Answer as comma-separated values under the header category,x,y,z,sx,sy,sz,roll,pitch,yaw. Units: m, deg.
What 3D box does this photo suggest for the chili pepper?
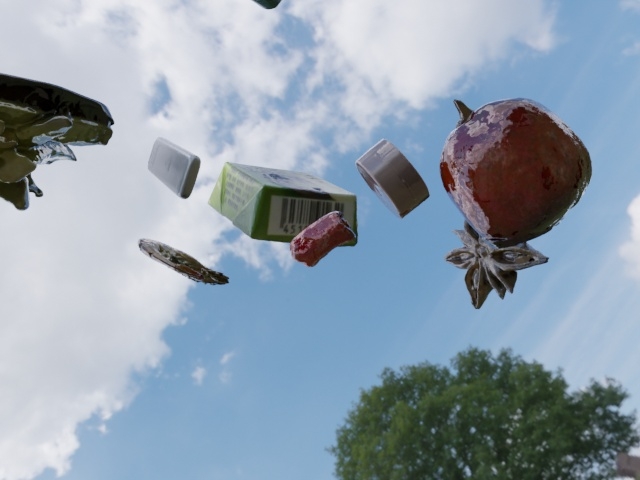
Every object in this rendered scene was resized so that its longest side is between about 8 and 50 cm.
category,x,y,z,sx,sy,sz,roll,pitch,yaw
chili pepper,0.000,0.000,1.053,0.123,0.070,0.073,-37,-86,12

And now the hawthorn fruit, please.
category,x,y,z,sx,sy,sz,roll,pitch,yaw
hawthorn fruit,0.285,-0.119,0.849,0.215,0.250,0.215,-43,-2,-2

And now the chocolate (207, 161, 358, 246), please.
category,x,y,z,sx,sy,sz,roll,pitch,yaw
chocolate,-0.090,-0.094,1.378,0.300,0.288,0.137,5,-74,-33

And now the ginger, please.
category,x,y,z,sx,sy,sz,roll,pitch,yaw
ginger,-0.575,-0.126,0.932,0.413,0.358,0.212,-6,-94,-50

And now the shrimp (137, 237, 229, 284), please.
category,x,y,z,sx,sy,sz,roll,pitch,yaw
shrimp,-0.324,0.057,1.302,0.236,0.133,0.053,30,-97,-14

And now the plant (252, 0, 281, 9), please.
category,x,y,z,sx,sy,sz,roll,pitch,yaw
plant,-0.080,-0.313,0.649,0.051,0.051,0.102,-61,-20,8

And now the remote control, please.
category,x,y,z,sx,sy,sz,roll,pitch,yaw
remote control,-0.240,-0.122,0.896,0.029,0.261,0.067,16,-82,-31

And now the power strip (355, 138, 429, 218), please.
category,x,y,z,sx,sy,sz,roll,pitch,yaw
power strip,0.140,-0.123,1.087,0.078,0.154,0.154,-39,-44,2

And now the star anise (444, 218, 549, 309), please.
category,x,y,z,sx,sy,sz,roll,pitch,yaw
star anise,0.451,0.022,1.416,0.108,0.292,0.350,-13,-53,-38
